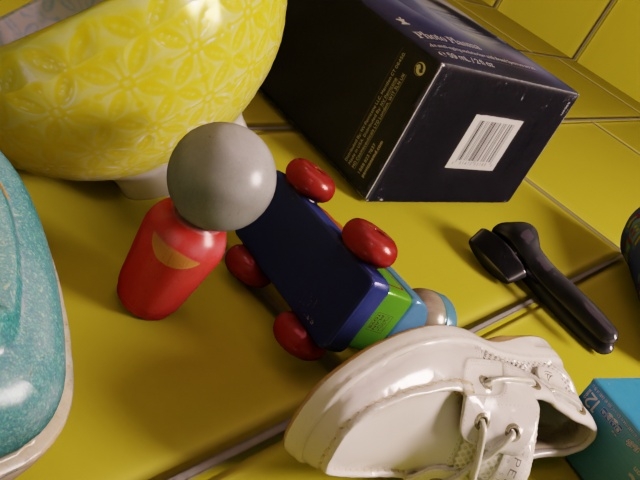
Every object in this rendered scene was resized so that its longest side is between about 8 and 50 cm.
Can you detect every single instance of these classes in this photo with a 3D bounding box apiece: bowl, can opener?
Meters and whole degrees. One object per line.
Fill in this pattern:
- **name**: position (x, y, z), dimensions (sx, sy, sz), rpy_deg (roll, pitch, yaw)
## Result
- **bowl**: position (-0.140, -0.125, 0.580), dimensions (0.289, 0.289, 0.156), rpy_deg (-86, 155, -59)
- **can opener**: position (0.242, 0.049, 0.800), dimensions (0.186, 0.073, 0.059), rpy_deg (48, -6, 25)

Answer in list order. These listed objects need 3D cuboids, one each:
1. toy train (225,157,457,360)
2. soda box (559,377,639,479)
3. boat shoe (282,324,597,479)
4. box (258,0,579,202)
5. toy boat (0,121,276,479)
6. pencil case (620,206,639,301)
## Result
- **toy train**: position (0.000, 0.000, 0.616), dimensions (0.143, 0.105, 0.248), rpy_deg (24, 18, -44)
- **soda box**: position (0.267, 0.199, 0.547), dimensions (0.071, 0.067, 0.210), rpy_deg (7, 35, -36)
- **boat shoe**: position (0.102, 0.120, 0.493), dimensions (0.277, 0.098, 0.096), rpy_deg (2, 38, -43)
- **box**: position (0.104, -0.203, 0.941), dimensions (0.296, 0.183, 0.294), rpy_deg (-3, 40, -45)
- **toy boat**: position (-0.167, -0.009, 0.388), dimensions (0.318, 0.148, 0.267), rpy_deg (-3, 49, -48)
- **pencil case**: position (0.450, 0.058, 0.887), dimensions (0.133, 0.119, 0.306), rpy_deg (1, 28, 9)
